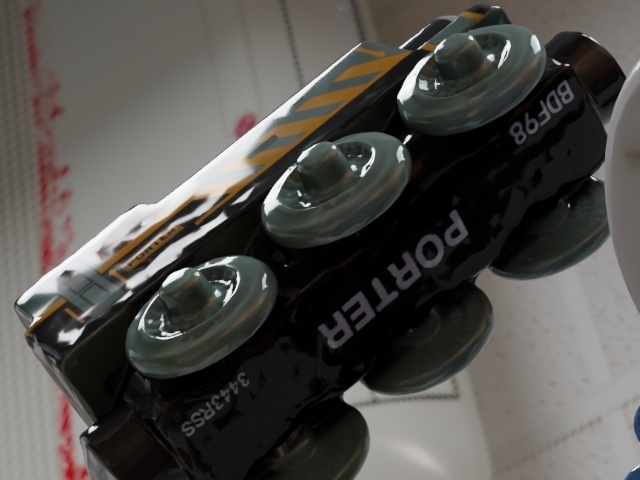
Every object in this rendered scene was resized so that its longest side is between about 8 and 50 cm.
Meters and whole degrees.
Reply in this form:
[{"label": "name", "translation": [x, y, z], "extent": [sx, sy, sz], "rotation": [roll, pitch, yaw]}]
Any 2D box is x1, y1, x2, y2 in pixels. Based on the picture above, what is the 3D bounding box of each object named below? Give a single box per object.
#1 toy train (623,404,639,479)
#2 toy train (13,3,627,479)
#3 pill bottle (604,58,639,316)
[{"label": "toy train", "translation": [0.183, 0.140, 0.740], "extent": [0.105, 0.184, 0.080], "rotation": [10, -139, 11]}, {"label": "toy train", "translation": [0.000, 0.000, 0.839], "extent": [0.334, 0.142, 0.190], "rotation": [-41, -149, -15]}, {"label": "pill bottle", "translation": [0.235, -0.043, 0.517], "extent": [0.272, 0.152, 0.152], "rotation": [-27, -147, -26]}]
